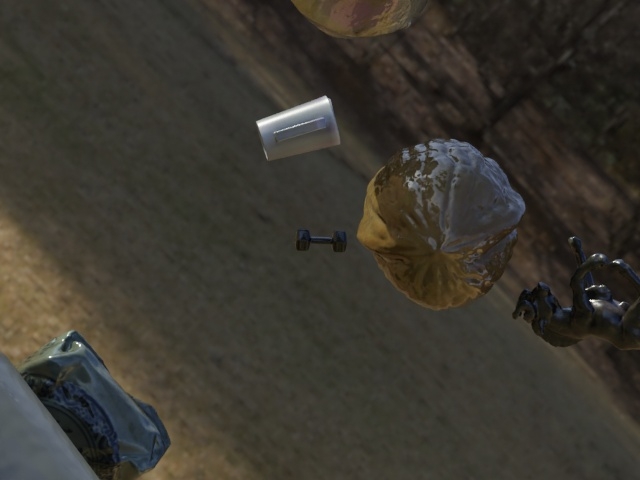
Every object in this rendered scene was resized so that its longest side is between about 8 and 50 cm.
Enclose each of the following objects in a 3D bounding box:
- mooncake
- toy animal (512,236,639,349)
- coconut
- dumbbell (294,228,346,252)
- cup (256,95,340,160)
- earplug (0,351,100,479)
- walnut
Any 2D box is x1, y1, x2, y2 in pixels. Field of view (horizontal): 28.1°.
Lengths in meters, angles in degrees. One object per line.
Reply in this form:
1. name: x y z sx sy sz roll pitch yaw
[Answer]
1. mooncake: -0.392 0.292 1.950 0.250 0.254 0.136 51 29 -13
2. toy animal: 0.375 0.085 1.667 0.233 0.148 0.084 14 17 13
3. coconut: 0.055 -0.379 1.680 0.197 0.237 0.237 62 11 17
4. dumbbell: 0.000 0.000 2.048 0.036 0.083 0.040 101 -10 -63
5. cup: -0.029 -0.160 1.844 0.104 0.116 0.074 -140 -146 -82
6. earplug: -0.410 0.376 1.606 0.394 0.313 0.312 48 7 9
7. walnut: 0.158 -0.022 1.683 0.225 0.225 0.261 46 16 -5
